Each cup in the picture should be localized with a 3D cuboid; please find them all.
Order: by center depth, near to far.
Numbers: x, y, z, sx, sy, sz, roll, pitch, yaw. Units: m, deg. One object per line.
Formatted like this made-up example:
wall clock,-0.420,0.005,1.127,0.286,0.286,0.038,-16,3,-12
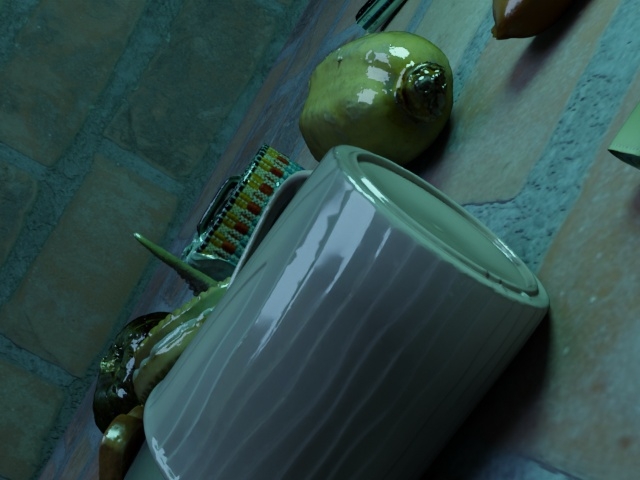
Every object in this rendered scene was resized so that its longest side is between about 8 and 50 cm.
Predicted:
cup,0.018,0.079,0.757,0.273,0.208,0.288,-55,8,16

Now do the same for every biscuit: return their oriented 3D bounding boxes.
biscuit,-0.124,0.120,1.186,0.259,0.079,0.259,-32,-17,-11
biscuit,-0.259,0.346,1.266,0.284,0.043,0.306,58,-131,-74

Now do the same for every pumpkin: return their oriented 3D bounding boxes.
pumpkin,-0.296,0.230,1.591,0.238,0.159,0.238,-48,20,23

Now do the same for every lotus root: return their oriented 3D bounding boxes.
lotus root,0.077,-0.168,1.159,0.343,0.152,0.169,180,105,-69

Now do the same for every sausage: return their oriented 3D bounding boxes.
sausage,0.270,-0.326,0.947,0.300,0.083,0.089,-58,20,18

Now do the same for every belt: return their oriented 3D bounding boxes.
belt,-0.110,-0.016,1.478,0.257,0.150,0.207,-57,6,5

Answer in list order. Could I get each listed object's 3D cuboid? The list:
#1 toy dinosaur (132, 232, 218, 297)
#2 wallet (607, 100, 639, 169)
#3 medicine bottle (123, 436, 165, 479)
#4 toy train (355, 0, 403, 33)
toy dinosaur,-0.149,0.093,1.313,0.072,0.200,0.251,50,144,47
wallet,0.265,-0.113,0.623,0.155,0.039,0.110,-58,11,5
medicine bottle,-0.123,0.250,1.035,0.375,0.123,0.282,-47,15,42
toy train,0.159,-0.474,1.689,0.252,0.048,0.055,-42,17,35
